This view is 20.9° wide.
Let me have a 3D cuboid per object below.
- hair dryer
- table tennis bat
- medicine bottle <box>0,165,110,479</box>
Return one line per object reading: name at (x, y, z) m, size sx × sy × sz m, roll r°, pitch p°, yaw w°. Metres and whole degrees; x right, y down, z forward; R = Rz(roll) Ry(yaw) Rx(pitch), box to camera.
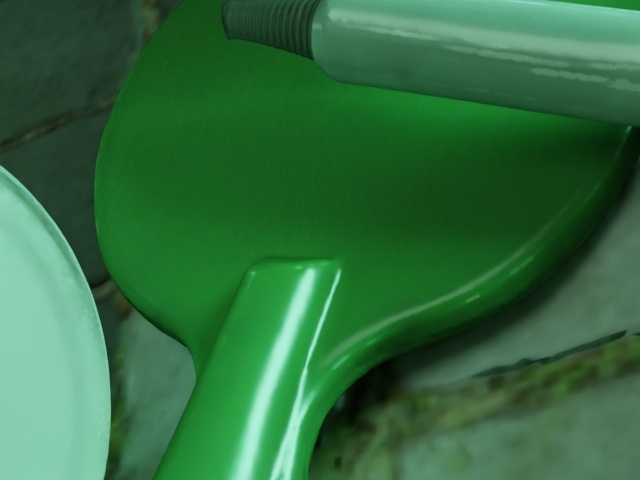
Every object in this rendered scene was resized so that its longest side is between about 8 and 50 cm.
hair dryer at (0.043, -0.030, 0.408) m, size 0.183 × 0.044 × 0.155 m, roll -1°, pitch 51°, yaw 24°
table tennis bat at (0.000, 0.000, 0.444) m, size 0.160 × 0.039 × 0.257 m, roll 0°, pitch 53°, yaw 29°
medicine bottle at (-0.194, 0.029, 0.451) m, size 0.293 × 0.170 × 0.170 m, roll 7°, pitch 59°, yaw 48°
